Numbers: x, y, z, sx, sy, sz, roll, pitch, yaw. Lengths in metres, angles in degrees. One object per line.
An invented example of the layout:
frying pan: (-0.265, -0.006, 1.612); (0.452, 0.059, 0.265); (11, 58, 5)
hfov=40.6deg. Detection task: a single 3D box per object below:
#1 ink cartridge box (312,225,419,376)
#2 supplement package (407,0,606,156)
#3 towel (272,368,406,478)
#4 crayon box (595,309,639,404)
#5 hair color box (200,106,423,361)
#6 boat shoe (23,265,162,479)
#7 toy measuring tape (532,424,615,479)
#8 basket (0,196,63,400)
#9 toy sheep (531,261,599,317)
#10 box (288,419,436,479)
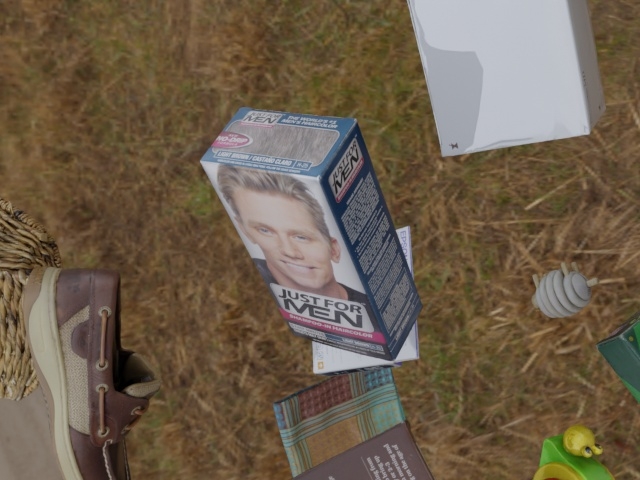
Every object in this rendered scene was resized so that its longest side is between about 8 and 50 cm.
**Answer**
ink cartridge box: (0.073, 0.098, 1.351); (0.208, 0.045, 0.206); (-15, 70, 40)
supplement package: (0.249, -0.267, 1.156); (0.204, 0.145, 0.262); (-6, 108, 29)
towel: (0.071, 0.437, 1.682); (0.040, 0.271, 0.370); (0, 108, 59)
crayon box: (0.591, 0.223, 1.288); (0.318, 0.202, 0.081); (53, 159, 8)
hair color box: (0.000, 0.000, 1.106); (0.174, 0.105, 0.347); (10, 142, 31)
boat shoe: (-0.246, 0.178, 1.010); (0.123, 0.123, 0.342); (-103, 8, -62)
toy measuring tape: (0.340, 0.409, 1.184); (0.121, 0.121, 0.330); (21, 112, 43)
basket: (-0.525, 0.086, 1.437); (0.223, 0.213, 0.299); (-94, 17, -53)
toy sheep: (0.414, 0.086, 1.473); (0.132, 0.091, 0.091); (-32, 72, 47)
box: (-0.008, 0.414, 1.158); (0.381, 0.143, 0.191); (-27, 74, -1)
